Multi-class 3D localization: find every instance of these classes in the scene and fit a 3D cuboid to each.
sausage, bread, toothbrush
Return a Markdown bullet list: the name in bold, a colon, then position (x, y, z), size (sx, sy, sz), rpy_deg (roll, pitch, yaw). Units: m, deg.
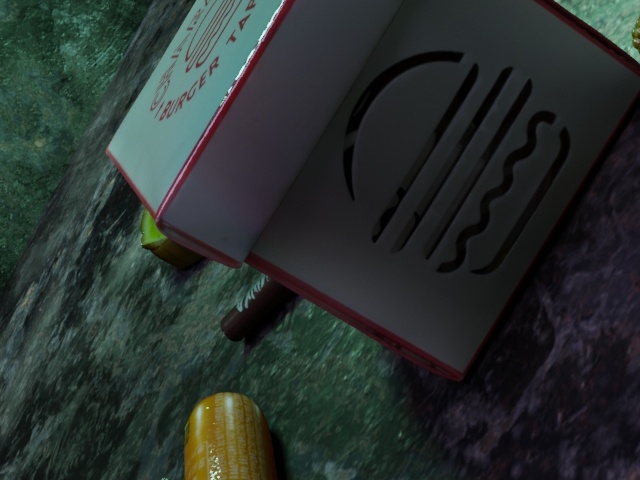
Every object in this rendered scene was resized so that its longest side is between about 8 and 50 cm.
- **sausage**: position (-0.085, 0.238, 1.187), size (0.093, 0.093, 0.312), rpy_deg (-53, 21, 18)
- **bread**: position (-0.183, -0.074, 1.836), size (0.236, 0.070, 0.236), rpy_deg (-44, 33, 38)
- **toothbrush**: position (-0.001, 0.000, 1.383), size (0.364, 0.041, 0.041), rpy_deg (-46, 25, 33)

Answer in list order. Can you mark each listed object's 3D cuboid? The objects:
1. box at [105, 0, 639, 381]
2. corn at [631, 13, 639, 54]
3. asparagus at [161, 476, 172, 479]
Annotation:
- **box**: position (0.032, -0.108, 1.074), size (0.314, 0.300, 0.312), rpy_deg (-58, 20, 3)
- **corn**: position (0.304, -0.213, 0.915), size (0.207, 0.068, 0.068), rpy_deg (-54, 21, 15)
- **asparagus**: position (-0.207, 0.332, 1.450), size (0.127, 0.018, 0.015), rpy_deg (-58, -19, -3)
